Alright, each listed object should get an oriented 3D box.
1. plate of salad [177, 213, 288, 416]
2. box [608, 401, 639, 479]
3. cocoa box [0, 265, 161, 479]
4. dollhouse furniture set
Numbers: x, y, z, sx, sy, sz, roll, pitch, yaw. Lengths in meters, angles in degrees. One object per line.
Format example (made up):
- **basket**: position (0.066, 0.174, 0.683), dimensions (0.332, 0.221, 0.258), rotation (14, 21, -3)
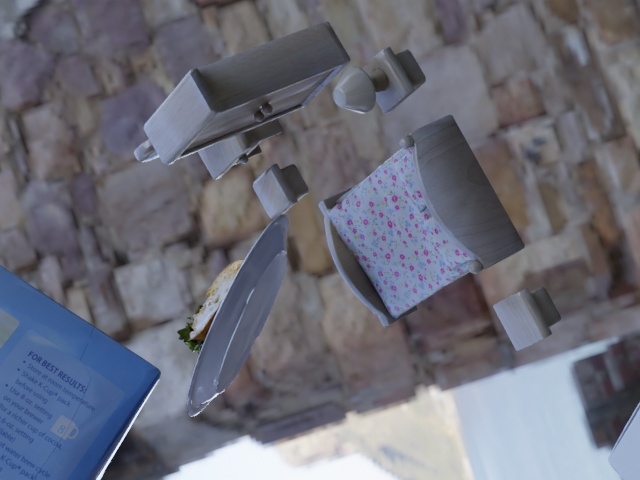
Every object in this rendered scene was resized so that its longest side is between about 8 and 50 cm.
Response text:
- **plate of salad**: position (-0.081, 0.064, 1.327), dimensions (0.200, 0.048, 0.200), rotation (24, -90, -82)
- **box**: position (0.350, 0.127, 1.091), dimensions (0.113, 0.275, 0.094), rotation (49, 138, 30)
- **cocoa box**: position (-0.337, 0.128, 1.091), dimensions (0.231, 0.347, 0.228), rotation (-58, 2, -36)
- **dollhouse furniture set**: position (0.000, 0.000, 1.377), dimensions (0.356, 0.173, 0.303), rotation (61, 146, 6)
